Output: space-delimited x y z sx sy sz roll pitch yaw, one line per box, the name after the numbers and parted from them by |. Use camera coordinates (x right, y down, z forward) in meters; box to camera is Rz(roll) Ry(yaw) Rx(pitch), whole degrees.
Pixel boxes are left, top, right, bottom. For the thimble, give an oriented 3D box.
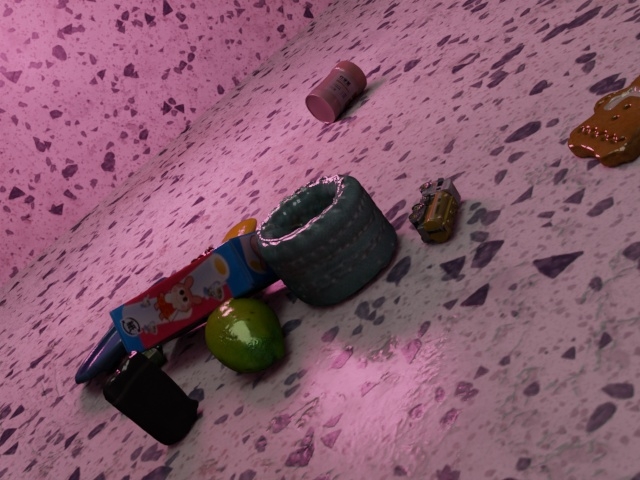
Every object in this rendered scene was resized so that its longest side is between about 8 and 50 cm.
0.000 0.000 1.263 0.235 0.143 0.198 -18 29 44 | thimble

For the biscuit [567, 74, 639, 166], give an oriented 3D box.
0.464 -0.196 1.069 0.249 0.035 0.184 -37 22 1 | biscuit

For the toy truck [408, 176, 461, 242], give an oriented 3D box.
0.182 -0.046 1.191 0.063 0.052 0.123 -17 31 34 | toy truck

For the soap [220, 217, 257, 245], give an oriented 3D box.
-0.188 0.006 1.686 0.089 0.033 0.168 -29 25 29 | soap

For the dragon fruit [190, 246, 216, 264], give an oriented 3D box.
-0.189 0.051 1.505 0.162 0.106 0.083 -27 22 28 | dragon fruit

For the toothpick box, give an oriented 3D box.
0.041 -0.391 2.020 0.149 0.098 0.098 -49 24 -24 | toothpick box

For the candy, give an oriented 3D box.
-0.215 0.093 1.387 0.306 0.100 0.157 -29 -5 26 | candy

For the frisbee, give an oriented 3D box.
-0.402 0.195 1.612 0.289 0.049 0.289 -44 13 13 | frisbee

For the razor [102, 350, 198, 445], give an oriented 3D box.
-0.259 0.245 1.180 0.054 0.148 0.090 -23 26 50 | razor

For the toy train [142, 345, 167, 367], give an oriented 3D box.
-0.335 0.238 1.460 0.093 0.038 0.056 -43 28 -11 | toy train

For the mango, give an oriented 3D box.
-0.119 0.148 1.218 0.119 0.100 0.178 -40 29 -11 | mango
